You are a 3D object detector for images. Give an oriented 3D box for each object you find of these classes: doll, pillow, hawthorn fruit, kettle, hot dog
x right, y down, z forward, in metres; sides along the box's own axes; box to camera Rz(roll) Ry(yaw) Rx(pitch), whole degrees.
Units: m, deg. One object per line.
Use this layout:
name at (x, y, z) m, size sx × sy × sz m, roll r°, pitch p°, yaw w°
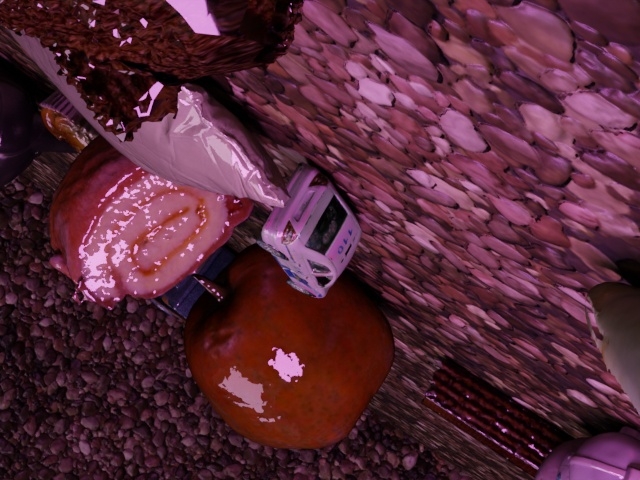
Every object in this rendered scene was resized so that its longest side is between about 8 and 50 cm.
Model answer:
doll at (0.338, 0.295, 1.305) m, size 0.151 × 0.151 × 0.287 m, roll 32°, pitch 166°, yaw 14°
pillow at (-0.178, -0.149, 1.055) m, size 0.281 × 0.076 × 0.274 m, roll 47°, pitch 163°, yaw -29°
hawthorn fruit at (-0.056, 0.124, 1.449) m, size 0.301 × 0.268 × 0.267 m, roll 43°, pitch 167°, yaw -31°
kettle at (-0.510, -0.172, 1.698) m, size 0.321 × 0.228 × 0.324 m, roll 10°, pitch -179°, yaw -34°
hot dog at (-0.273, -0.116, 1.500) m, size 0.268 × 0.075 × 0.144 m, roll 37°, pitch 167°, yaw -28°

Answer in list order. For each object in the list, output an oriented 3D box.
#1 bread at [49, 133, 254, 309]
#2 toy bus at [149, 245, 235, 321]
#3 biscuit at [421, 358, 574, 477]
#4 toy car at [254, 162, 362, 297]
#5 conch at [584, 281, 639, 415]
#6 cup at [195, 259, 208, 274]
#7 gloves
bread at (-0.231, -0.031, 1.353) m, size 0.190 × 0.244 × 0.123 m, roll 50°, pitch 174°, yaw -35°
toy bus at (-0.257, 0.068, 2.074) m, size 0.323 × 0.162 × 0.194 m, roll 26°, pitch 164°, yaw 49°
biscuit at (0.260, 0.267, 1.603) m, size 0.252 × 0.070 × 0.106 m, roll 33°, pitch 169°, yaw 11°
toy car at (0.000, 0.000, 1.132) m, size 0.076 × 0.090 × 0.224 m, roll 24°, pitch 167°, yaw 19°
conch at (0.248, 0.106, 0.690) m, size 0.143 × 0.137 × 0.250 m, roll 35°, pitch 170°, yaw -6°
cup at (-0.295, -0.022, 1.730) m, size 0.299 × 0.173 × 0.167 m, roll 28°, pitch 169°, yaw 30°
gloves at (-0.157, -0.178, 0.672) m, size 0.312 × 0.135 × 0.210 m, roll 26°, pitch 161°, yaw 25°
